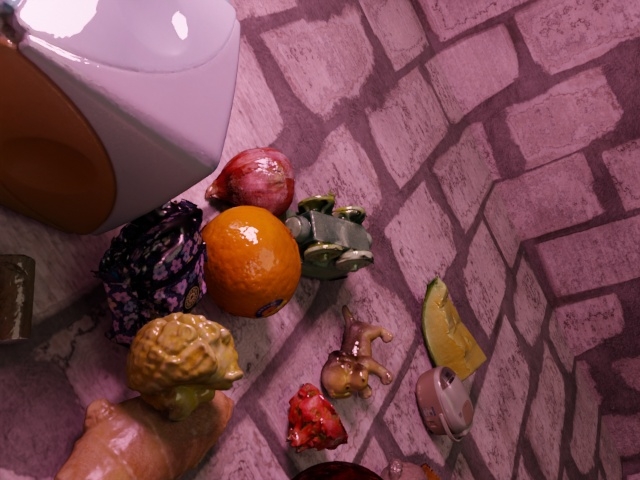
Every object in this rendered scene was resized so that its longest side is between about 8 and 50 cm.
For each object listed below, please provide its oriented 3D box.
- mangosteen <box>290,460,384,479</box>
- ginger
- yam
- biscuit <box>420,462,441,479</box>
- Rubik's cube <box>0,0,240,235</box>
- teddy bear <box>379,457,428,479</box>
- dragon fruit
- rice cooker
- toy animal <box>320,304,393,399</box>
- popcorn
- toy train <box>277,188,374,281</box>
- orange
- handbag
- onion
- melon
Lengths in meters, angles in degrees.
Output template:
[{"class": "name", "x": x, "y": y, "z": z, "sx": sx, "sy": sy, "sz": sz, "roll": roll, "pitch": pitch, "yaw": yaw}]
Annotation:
[{"class": "mangosteen", "x": -0.009, "y": 0.540, "z": 1.093, "sx": 0.306, "sy": 0.359, "sz": 0.306, "roll": 5, "pitch": 90, "yaw": -79}, {"class": "ginger", "x": -0.257, "y": 0.314, "z": 0.962, "sx": 0.354, "sy": 0.126, "sz": 0.190, "roll": -11, "pitch": 72, "yaw": -59}, {"class": "yam", "x": -0.433, "y": 0.082, "z": 0.885, "sx": 0.054, "sy": 0.054, "sz": 0.133, "roll": 18, "pitch": 60, "yaw": -50}, {"class": "biscuit", "x": 0.311, "y": 0.744, "z": 1.651, "sx": 0.237, "sy": 0.013, "sz": 0.232, "roll": 51, "pitch": 38, "yaw": -28}, {"class": "Rubik's cube", "x": -0.352, "y": -0.247, "z": 0.903, "sx": 0.352, "sy": 0.347, "sz": 0.352, "roll": 35, "pitch": 47, "yaw": -41}, {"class": "teddy bear", "x": 0.199, "y": 0.642, "z": 1.421, "sx": 0.236, "sy": 0.151, "sz": 0.267, "roll": 66, "pitch": 29, "yaw": -46}, {"class": "dragon fruit", "x": -0.030, "y": 0.377, "z": 1.281, "sx": 0.110, "sy": 0.153, "sz": 0.153, "roll": -29, "pitch": 99, "yaw": -23}, {"class": "rice cooker", "x": 0.345, "y": 0.455, "z": 1.751, "sx": 0.145, "sy": 0.127, "sz": 0.207, "roll": -26, "pitch": 99, "yaw": -56}, {"class": "toy animal", "x": 0.089, "y": 0.285, "z": 1.483, "sx": 0.168, "sy": 0.121, "sz": 0.233, "roll": 41, "pitch": 39, "yaw": -21}, {"class": "popcorn", "x": -0.200, "y": 0.180, "z": 0.941, "sx": 0.173, "sy": 0.173, "sz": 0.142, "roll": 45, "pitch": 14, "yaw": -33}, {"class": "toy train", "x": 0.000, "y": 0.000, "z": 1.432, "sx": 0.271, "sy": 0.188, "sz": 0.159, "roll": 13, "pitch": 63, "yaw": -49}, {"class": "orange", "x": -0.136, "y": 0.041, "z": 1.198, "sx": 0.219, "sy": 0.193, "sz": 0.219, "roll": 49, "pitch": 4, "yaw": -5}, {"class": "handbag", "x": -0.261, "y": 0.050, "z": 1.027, "sx": 0.229, "sy": 0.126, "sz": 0.208, "roll": -50, "pitch": 155, "yaw": -51}, {"class": "onion", "x": -0.150, "y": -0.117, "z": 1.328, "sx": 0.194, "sy": 0.159, "sz": 0.160, "roll": -9, "pitch": 79, "yaw": -23}, {"class": "melon", "x": 0.381, "y": 0.270, "z": 1.902, "sx": 0.196, "sy": 0.124, "sz": 0.324, "roll": -22, "pitch": 86, "yaw": -58}]
